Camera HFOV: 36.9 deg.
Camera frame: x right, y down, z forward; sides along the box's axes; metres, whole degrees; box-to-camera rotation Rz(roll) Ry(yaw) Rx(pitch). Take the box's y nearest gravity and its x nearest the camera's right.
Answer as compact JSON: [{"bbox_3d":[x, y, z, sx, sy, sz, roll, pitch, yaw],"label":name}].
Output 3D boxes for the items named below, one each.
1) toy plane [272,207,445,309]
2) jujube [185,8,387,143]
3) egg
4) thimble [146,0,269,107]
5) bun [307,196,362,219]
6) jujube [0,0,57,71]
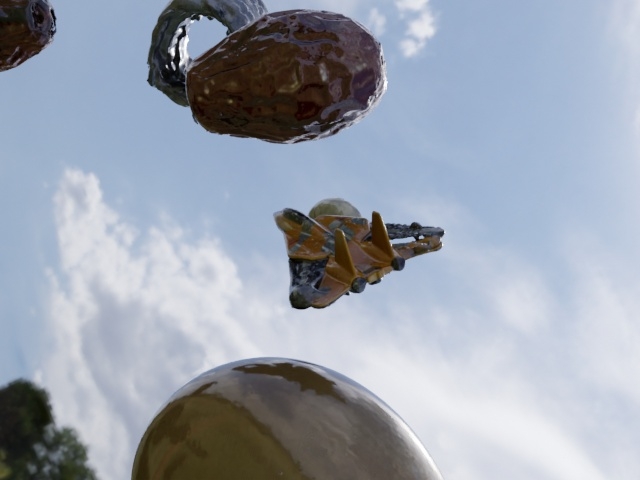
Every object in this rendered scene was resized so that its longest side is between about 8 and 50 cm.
[{"bbox_3d":[0.004,0.011,1.214,0.316,0.204,0.103,13,-53,68],"label":"toy plane"},{"bbox_3d":[-0.049,-0.231,1.396,0.197,0.290,0.197,-8,90,-83],"label":"jujube"},{"bbox_3d":[-0.027,0.291,1.070,0.373,0.301,0.301,24,-36,-1],"label":"egg"},{"bbox_3d":[-0.212,-0.365,1.775,0.236,0.172,0.205,-35,-76,30],"label":"thimble"},{"bbox_3d":[0.019,-0.016,1.957,0.138,0.094,0.138,22,-54,34],"label":"bun"},{"bbox_3d":[-0.538,-0.351,1.556,0.236,0.168,0.168,0,-66,24],"label":"jujube"}]
